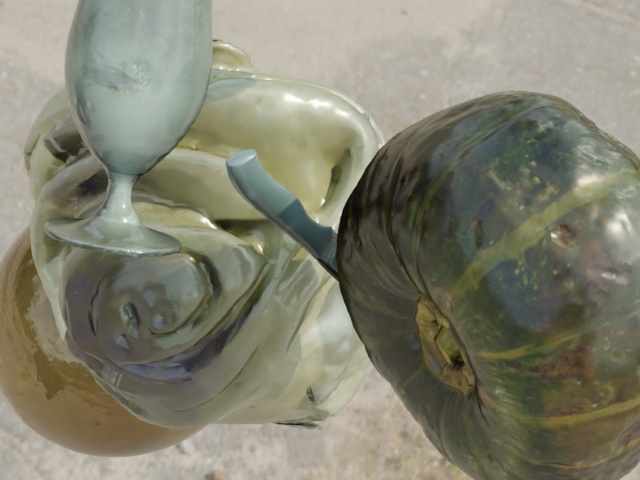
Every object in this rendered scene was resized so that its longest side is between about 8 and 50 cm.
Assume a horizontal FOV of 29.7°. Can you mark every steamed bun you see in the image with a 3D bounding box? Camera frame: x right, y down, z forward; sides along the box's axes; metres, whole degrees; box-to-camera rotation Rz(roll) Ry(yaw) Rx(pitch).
[{"bbox_3d":[-0.110,0.011,1.012,0.394,0.347,0.237,53,40,-3],"label":"steamed bun"}]

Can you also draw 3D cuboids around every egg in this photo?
[{"bbox_3d":[-0.200,0.072,1.355,0.301,0.301,0.374,35,49,18],"label":"egg"}]

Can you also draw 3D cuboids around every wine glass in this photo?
[{"bbox_3d":[-0.115,-0.097,0.750,0.093,0.202,0.093,10,11,-2],"label":"wine glass"}]

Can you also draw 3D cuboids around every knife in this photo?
[{"bbox_3d":[0.000,0.000,0.830,0.015,0.210,0.028,29,80,45],"label":"knife"}]

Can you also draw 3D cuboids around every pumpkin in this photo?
[{"bbox_3d":[0.135,0.026,0.760,0.189,0.260,0.260,-28,58,-23],"label":"pumpkin"}]
